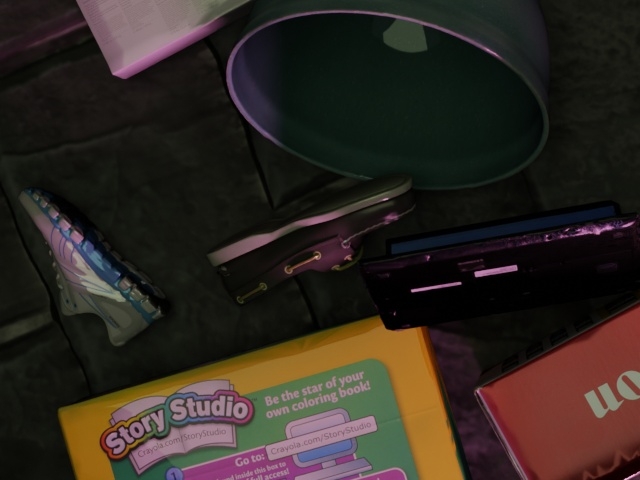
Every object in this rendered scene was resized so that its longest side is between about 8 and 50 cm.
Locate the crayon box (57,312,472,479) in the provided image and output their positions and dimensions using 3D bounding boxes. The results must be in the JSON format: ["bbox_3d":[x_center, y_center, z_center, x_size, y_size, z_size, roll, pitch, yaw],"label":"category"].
[{"bbox_3d":[-0.035,0.258,1.588,0.363,0.106,0.313,-16,87,7],"label":"crayon box"}]

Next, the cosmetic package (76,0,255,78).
[{"bbox_3d":[-0.117,-0.258,1.622,0.239,0.060,0.099,-27,88,7],"label":"cosmetic package"}]

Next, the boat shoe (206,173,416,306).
[{"bbox_3d":[0.000,0.000,1.583,0.228,0.081,0.068,-21,100,27],"label":"boat shoe"}]

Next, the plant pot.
[{"bbox_3d":[0.079,-0.203,1.506,0.293,0.293,0.196,10,65,8],"label":"plant pot"}]

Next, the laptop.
[{"bbox_3d":[0.160,-0.007,1.466,0.234,0.264,0.136,-11,67,8],"label":"laptop"}]

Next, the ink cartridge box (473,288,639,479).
[{"bbox_3d":[0.302,0.108,1.459,0.309,0.272,0.130,-29,86,6],"label":"ink cartridge box"}]

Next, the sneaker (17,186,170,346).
[{"bbox_3d":[-0.244,0.029,1.637,0.083,0.071,0.190,-45,84,11],"label":"sneaker"}]
